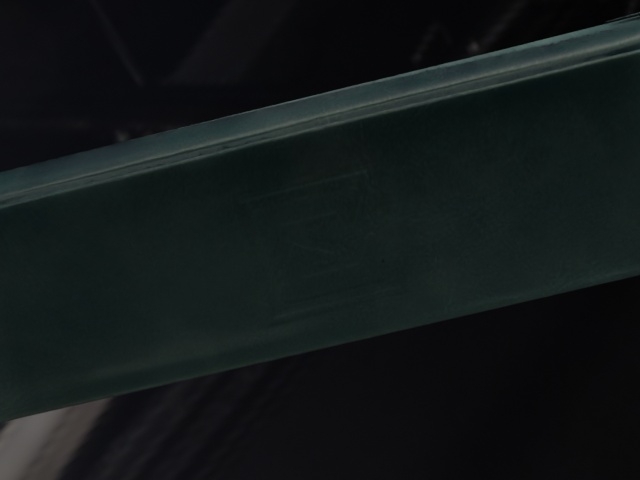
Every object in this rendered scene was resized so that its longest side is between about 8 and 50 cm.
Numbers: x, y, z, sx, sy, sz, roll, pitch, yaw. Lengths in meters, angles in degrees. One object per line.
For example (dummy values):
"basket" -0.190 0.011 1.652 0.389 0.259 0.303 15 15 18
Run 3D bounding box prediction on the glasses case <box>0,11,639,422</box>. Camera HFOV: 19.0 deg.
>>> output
"glasses case" 0.000 0.000 0.669 0.266 0.105 0.056 -14 -128 6
